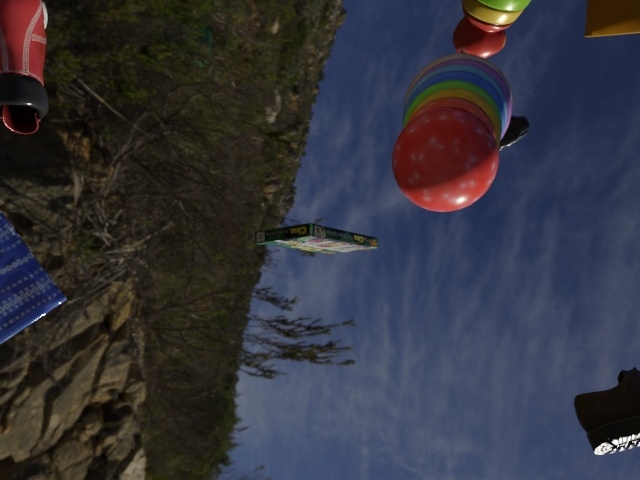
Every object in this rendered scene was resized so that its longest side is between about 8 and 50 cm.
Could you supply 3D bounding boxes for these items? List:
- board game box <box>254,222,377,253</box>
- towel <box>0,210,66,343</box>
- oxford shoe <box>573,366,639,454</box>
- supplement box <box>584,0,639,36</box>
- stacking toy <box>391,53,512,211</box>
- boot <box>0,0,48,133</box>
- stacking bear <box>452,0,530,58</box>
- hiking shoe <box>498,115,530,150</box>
[{"bbox_3d":[0.000,0.000,0.998,0.136,0.260,0.030,-5,-99,35],"label":"board game box"},{"bbox_3d":[-0.449,-0.004,0.459,0.040,0.243,0.336,-5,-61,47],"label":"towel"},{"bbox_3d":[0.458,0.207,0.643,0.082,0.227,0.096,75,2,-45],"label":"oxford shoe"},{"bbox_3d":[0.524,-0.413,0.745,0.191,0.194,0.129,5,-55,26],"label":"supplement box"},{"bbox_3d":[0.144,-0.122,0.517,0.141,0.330,0.141,6,-66,14],"label":"stacking toy"},{"bbox_3d":[-0.393,-0.228,0.611,0.244,0.088,0.176,23,-66,57],"label":"boot"},{"bbox_3d":[0.386,-0.533,1.047,0.289,0.164,0.175,106,-9,-52],"label":"stacking bear"},{"bbox_3d":[0.256,-0.223,0.853,0.227,0.086,0.114,17,-41,45],"label":"hiking shoe"}]
